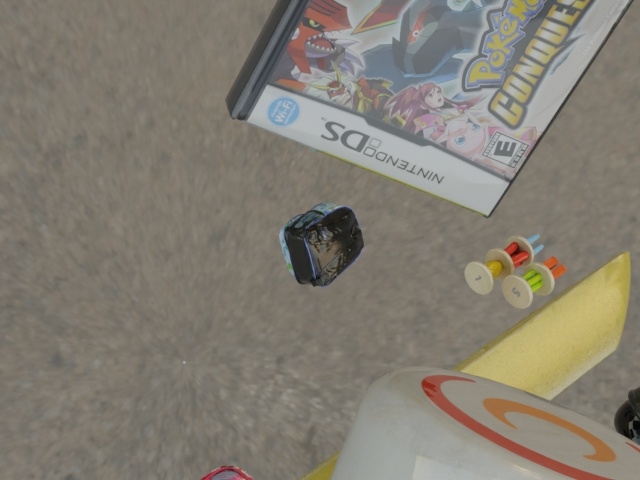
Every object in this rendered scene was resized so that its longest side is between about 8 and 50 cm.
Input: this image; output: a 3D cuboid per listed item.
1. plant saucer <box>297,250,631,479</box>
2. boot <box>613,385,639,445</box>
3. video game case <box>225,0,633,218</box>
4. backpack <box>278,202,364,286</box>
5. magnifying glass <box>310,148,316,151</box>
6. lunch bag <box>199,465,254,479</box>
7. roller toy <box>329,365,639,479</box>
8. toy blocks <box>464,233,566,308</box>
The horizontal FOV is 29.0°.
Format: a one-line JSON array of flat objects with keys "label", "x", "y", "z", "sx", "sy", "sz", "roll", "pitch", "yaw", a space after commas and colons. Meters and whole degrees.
[{"label": "plant saucer", "x": 0.158, "y": 0.171, "z": 1.297, "sx": 0.332, "sy": 0.333, "sz": 0.081, "roll": -32, "pitch": 82, "yaw": -29}, {"label": "boot", "x": 0.409, "y": 0.380, "z": 1.699, "sx": 0.260, "sy": 0.131, "sz": 0.348, "roll": -27, "pitch": 117, "yaw": 7}, {"label": "video game case", "x": 0.097, "y": -0.169, "z": 0.947, "sx": 0.248, "sy": 0.035, "sz": 0.275, "roll": 20, "pitch": 116, "yaw": -24}, {"label": "backpack", "x": 0.000, "y": 0.000, "z": 1.801, "sx": 0.114, "sy": 0.084, "sz": 0.105, "roll": -35, "pitch": 120, "yaw": -35}, {"label": "magnifying glass", "x": -0.013, "y": -0.215, "z": 1.650, "sx": 0.026, "sy": 0.092, "sz": 0.231, "roll": 3, "pitch": 52, "yaw": -19}, {"label": "lunch bag", "x": -0.096, "y": 0.458, "z": 1.698, "sx": 0.258, "sy": 0.120, "sz": 0.293, "roll": -41, "pitch": 79, "yaw": -16}, {"label": "roller toy", "x": 0.093, "y": 0.166, "z": 0.660, "sx": 0.191, "sy": 0.209, "sz": 0.146, "roll": 22, "pitch": 99, "yaw": 9}, {"label": "toy blocks", "x": 0.304, "y": 0.037, "z": 1.818, "sx": 0.148, "sy": 0.123, "sz": 0.054, "roll": -29, "pitch": 125, "yaw": -37}]
